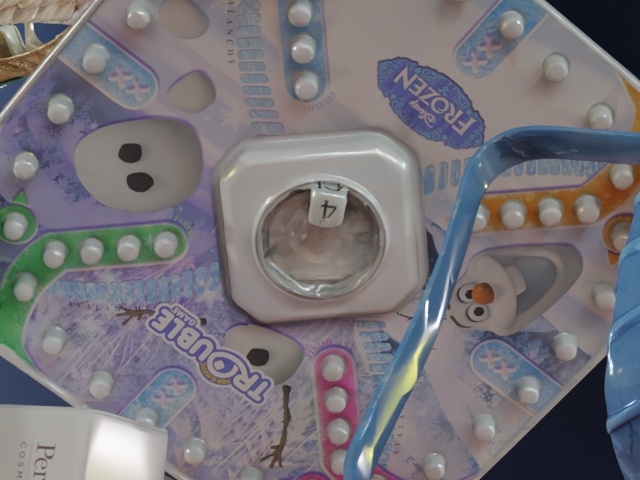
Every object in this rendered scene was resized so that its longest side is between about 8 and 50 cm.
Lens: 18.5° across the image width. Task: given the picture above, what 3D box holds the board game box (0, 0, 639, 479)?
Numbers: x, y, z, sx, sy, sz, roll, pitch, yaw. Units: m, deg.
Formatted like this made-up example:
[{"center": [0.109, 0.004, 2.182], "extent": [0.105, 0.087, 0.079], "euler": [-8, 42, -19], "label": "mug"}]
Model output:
[{"center": [0.000, 0.000, 1.186], "extent": [0.390, 0.050, 0.390], "euler": [37, -71, -17], "label": "board game box"}]

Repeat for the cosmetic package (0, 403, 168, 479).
[{"center": [-0.241, 0.270, 1.009], "extent": [0.284, 0.377, 0.097], "euler": [1, -13, 21], "label": "cosmetic package"}]

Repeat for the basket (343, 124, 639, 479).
[{"center": [0.173, 0.044, 0.925], "extent": [0.289, 0.255, 0.201], "euler": [5, -39, 26], "label": "basket"}]

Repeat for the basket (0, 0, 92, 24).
[{"center": [-0.245, -0.368, 1.460], "extent": [0.331, 0.328, 0.266], "euler": [-41, -9, 30], "label": "basket"}]

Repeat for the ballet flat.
[{"center": [-0.303, -0.198, 2.039], "extent": [0.206, 0.067, 0.073], "euler": [-10, 15, 29], "label": "ballet flat"}]

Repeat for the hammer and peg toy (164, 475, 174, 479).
[{"center": [-0.027, 0.309, 1.187], "extent": [0.361, 0.266, 0.127], "euler": [26, 7, 5], "label": "hammer and peg toy"}]
